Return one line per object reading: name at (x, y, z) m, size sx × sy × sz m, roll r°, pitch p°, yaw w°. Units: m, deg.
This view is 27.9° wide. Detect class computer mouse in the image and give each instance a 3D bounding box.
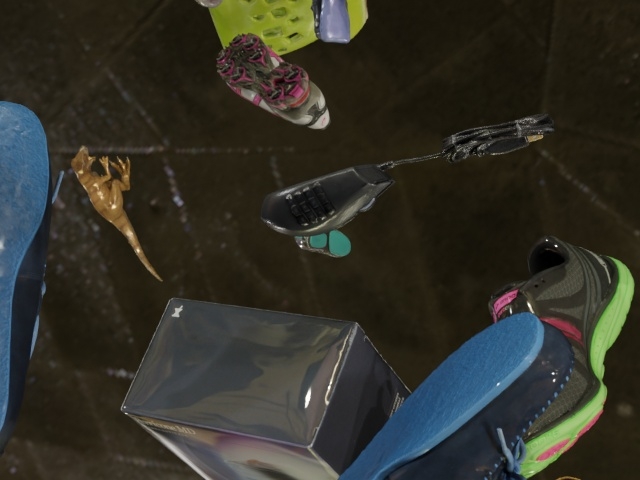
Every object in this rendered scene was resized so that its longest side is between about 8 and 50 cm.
computer mouse at (0.064, -0.045, 0.982) m, size 0.242 × 0.071 × 0.041 m, roll -17°, pitch 84°, yaw 24°

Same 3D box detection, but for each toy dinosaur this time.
toy dinosaur at (-0.281, -0.047, 1.737) m, size 0.064 × 0.112 × 0.211 m, roll -18°, pitch 126°, yaw 21°

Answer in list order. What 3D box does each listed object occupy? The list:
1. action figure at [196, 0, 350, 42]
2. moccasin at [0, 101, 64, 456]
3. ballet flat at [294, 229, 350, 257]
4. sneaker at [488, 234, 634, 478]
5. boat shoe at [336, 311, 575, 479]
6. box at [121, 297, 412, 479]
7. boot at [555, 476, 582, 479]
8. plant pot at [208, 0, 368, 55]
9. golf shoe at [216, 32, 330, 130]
action figure at (-0.075, -0.337, 1.222) m, size 0.330 × 0.179 × 0.341 m, roll -27°, pitch 65°, yaw 57°
moccasin at (-0.315, 0.042, 1.158) m, size 0.138 × 0.342 × 0.117 m, roll 7°, pitch 156°, yaw -3°
ballet flat at (0.000, 0.000, 1.826) m, size 0.041 × 0.114 × 0.041 m, roll -5°, pitch 79°, yaw 31°
sneaker at (0.325, 0.168, 1.927) m, size 0.202 × 0.483 × 0.185 m, roll 32°, pitch 129°, yaw -2°
boat shoe at (0.084, 0.145, 0.827) m, size 0.089 × 0.109 × 0.258 m, roll 35°, pitch 128°, yaw -7°
box at (-0.048, 0.234, 1.689) m, size 0.296 × 0.182 × 0.294 m, roll 5°, pitch 149°, yaw 33°
boot at (0.405, 0.412, 1.557) m, size 0.295 × 0.104 × 0.211 m, roll 36°, pitch 172°, yaw 48°
plant pot at (-0.045, -0.395, 1.769) m, size 0.207 × 0.227 × 0.228 m, roll -5°, pitch 160°, yaw 4°
golf shoe at (-0.058, -0.180, 1.507) m, size 0.186 × 0.067 × 0.086 m, roll 43°, pitch 178°, yaw 46°
